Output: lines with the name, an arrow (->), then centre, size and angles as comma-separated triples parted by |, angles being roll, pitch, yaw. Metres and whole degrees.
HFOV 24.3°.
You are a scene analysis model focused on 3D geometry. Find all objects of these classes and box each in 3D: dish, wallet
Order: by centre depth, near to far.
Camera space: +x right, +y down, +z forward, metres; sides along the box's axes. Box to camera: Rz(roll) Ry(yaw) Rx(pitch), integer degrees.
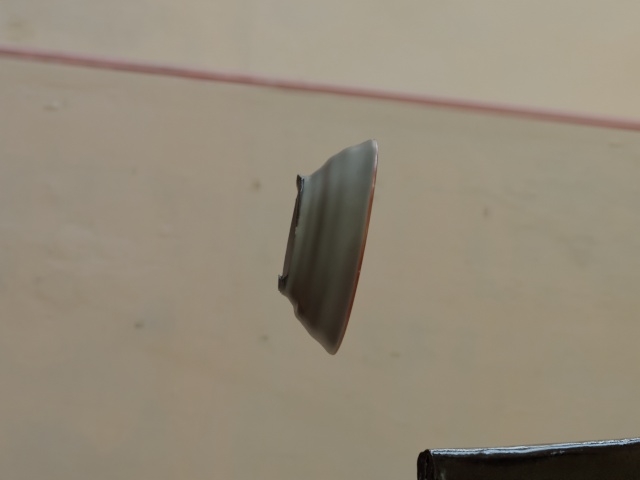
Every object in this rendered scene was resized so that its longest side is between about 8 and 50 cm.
wallet -> 0.258, 0.305, 1.642 | 0.045, 0.318, 0.172 | 163, -74, -69
dish -> 0.000, 0.000, 1.756 | 0.260, 0.085, 0.260 | -169, -90, -86
